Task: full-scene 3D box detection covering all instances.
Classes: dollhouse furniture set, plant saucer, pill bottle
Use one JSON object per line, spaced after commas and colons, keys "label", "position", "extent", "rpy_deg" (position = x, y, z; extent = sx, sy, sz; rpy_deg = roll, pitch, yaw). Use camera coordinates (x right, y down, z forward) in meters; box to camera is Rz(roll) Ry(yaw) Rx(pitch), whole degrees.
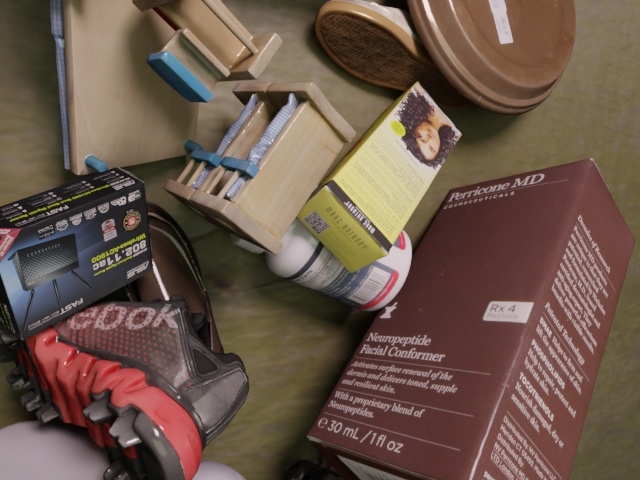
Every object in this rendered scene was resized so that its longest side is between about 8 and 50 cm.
{"label": "dollhouse furniture set", "position": [-0.250, -0.127, 0.427], "extent": [0.303, 0.198, 0.286], "rpy_deg": [-28, 137, -49]}
{"label": "dollhouse furniture set", "position": [-0.094, -0.102, 0.403], "extent": [0.184, 0.129, 0.129], "rpy_deg": [41, 77, -39]}
{"label": "plant saucer", "position": [0.214, -0.288, 0.574], "extent": [0.278, 0.041, 0.277], "rpy_deg": [3, 84, -31]}
{"label": "pill bottle", "position": [0.000, 0.000, 0.535], "extent": [0.180, 0.108, 0.107], "rpy_deg": [26, 89, -25]}

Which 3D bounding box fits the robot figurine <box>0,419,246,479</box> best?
{"label": "robot figurine", "position": [-0.187, 0.270, 0.401], "extent": [0.354, 0.300, 0.199], "rpy_deg": [7, 102, 15]}

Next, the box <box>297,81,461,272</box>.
{"label": "box", "position": [0.071, -0.076, 0.513], "extent": [0.087, 0.058, 0.232], "rpy_deg": [46, 50, -11]}

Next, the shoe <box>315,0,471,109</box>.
{"label": "shoe", "position": [0.090, -0.218, 0.566], "extent": [0.219, 0.076, 0.058], "rpy_deg": [18, 56, -26]}

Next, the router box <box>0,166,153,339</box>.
{"label": "router box", "position": [-0.194, 0.007, 0.382], "extent": [0.122, 0.038, 0.092], "rpy_deg": [-35, 143, -44]}

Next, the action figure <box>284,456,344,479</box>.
{"label": "action figure", "position": [0.036, 0.312, 0.593], "extent": [0.276, 0.141, 0.164], "rpy_deg": [-43, 125, -13]}

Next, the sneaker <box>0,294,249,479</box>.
{"label": "sneaker", "position": [-0.174, 0.098, 0.419], "extent": [0.135, 0.276, 0.097], "rpy_deg": [-33, 132, -46]}

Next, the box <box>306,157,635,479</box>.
{"label": "box", "position": [0.175, 0.096, 0.518], "extent": [0.143, 0.191, 0.381], "rpy_deg": [51, 56, -22]}

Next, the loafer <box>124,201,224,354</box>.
{"label": "loafer", "position": [-0.146, 0.063, 0.497], "extent": [0.080, 0.078, 0.219], "rpy_deg": [-27, 109, -17]}
